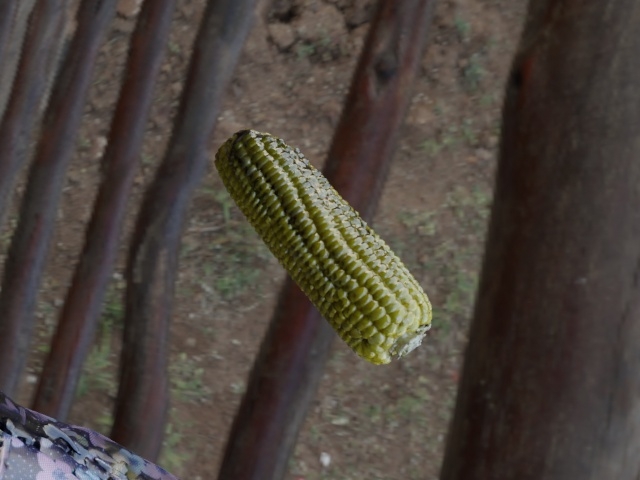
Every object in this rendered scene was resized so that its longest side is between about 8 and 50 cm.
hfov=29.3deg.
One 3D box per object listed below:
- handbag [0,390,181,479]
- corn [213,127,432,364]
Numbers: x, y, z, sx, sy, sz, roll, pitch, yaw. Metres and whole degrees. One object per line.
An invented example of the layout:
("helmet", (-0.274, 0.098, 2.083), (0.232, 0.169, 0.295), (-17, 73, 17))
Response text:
("handbag", (-0.160, 0.142, 0.559), (0.208, 0.228, 0.127), (42, 48, -23))
("corn", (0.000, 0.000, 0.860), (0.072, 0.072, 0.203), (-32, 72, -28))
